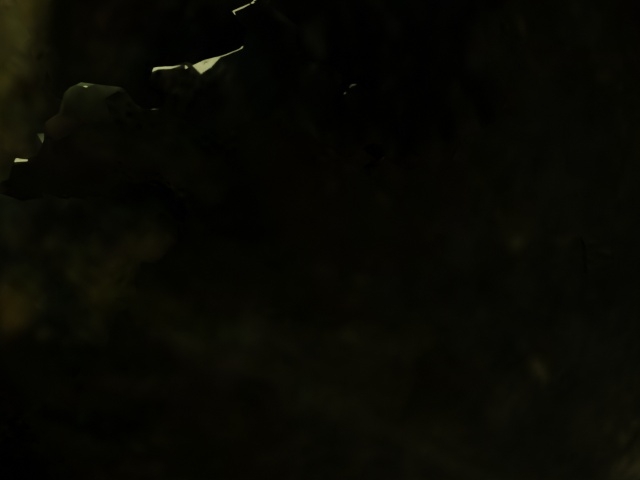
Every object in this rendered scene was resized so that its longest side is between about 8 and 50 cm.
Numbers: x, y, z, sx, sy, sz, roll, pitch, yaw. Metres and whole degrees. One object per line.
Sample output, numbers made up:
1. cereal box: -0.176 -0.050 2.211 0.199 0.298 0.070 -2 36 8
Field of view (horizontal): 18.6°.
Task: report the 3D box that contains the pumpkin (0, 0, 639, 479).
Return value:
1. pumpkin: 0.000 0.000 0.581 0.454 0.454 0.344 -20 36 -26
